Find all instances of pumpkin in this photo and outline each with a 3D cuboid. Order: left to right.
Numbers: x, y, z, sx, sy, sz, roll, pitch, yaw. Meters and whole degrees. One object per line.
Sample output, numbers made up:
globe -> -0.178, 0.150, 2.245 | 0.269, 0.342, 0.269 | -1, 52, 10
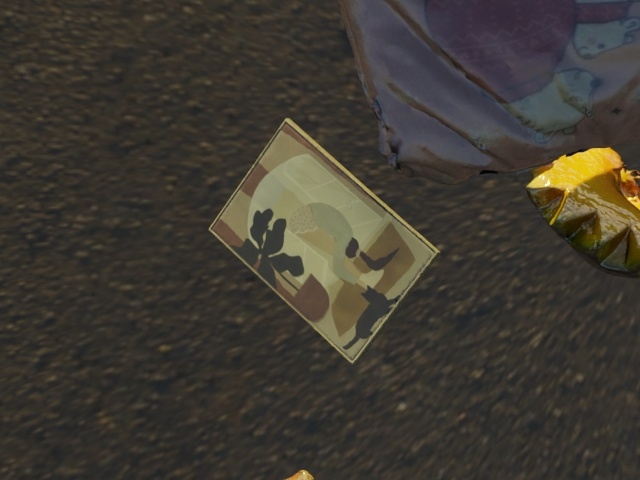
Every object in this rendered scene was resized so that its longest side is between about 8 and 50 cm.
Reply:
pumpkin -> 0.307, -0.003, 1.703 | 0.254, 0.149, 0.130 | 29, 63, 11

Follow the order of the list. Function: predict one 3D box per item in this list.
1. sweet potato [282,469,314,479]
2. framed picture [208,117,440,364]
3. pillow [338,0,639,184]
sweet potato -> -0.124, 0.286, 1.751 | 0.255, 0.058, 0.078 | -4, 120, 20
framed picture -> 0.000, 0.000, 1.542 | 0.201, 0.010, 0.136 | 42, 108, 20
pillow -> 0.055, -0.123, 0.499 | 0.135, 0.049, 0.248 | -18, 127, 7
